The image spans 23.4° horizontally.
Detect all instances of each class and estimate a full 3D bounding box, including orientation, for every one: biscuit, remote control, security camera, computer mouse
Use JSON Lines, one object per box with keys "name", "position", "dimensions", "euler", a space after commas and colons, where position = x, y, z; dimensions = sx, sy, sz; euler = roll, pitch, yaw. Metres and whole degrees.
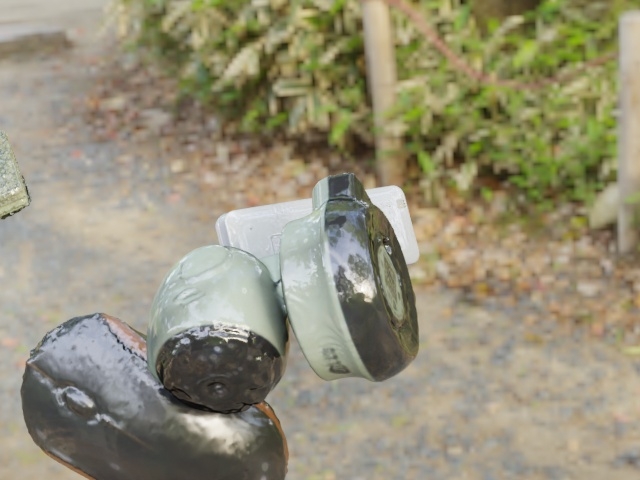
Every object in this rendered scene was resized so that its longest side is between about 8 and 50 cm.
{"name": "biscuit", "position": [-0.509, -0.056, 2.023], "dimensions": [0.250, 0.046, 0.147], "euler": [-22, 45, -3]}
{"name": "remote control", "position": [0.000, 0.000, 1.803], "dimensions": [0.250, 0.103, 0.034], "euler": [-11, -7, -31]}
{"name": "security camera", "position": [-0.053, 0.075, 1.615], "dimensions": [0.277, 0.197, 0.191], "euler": [-14, 48, 15]}
{"name": "computer mouse", "position": [-0.189, 0.208, 1.738], "dimensions": [0.323, 0.183, 0.116], "euler": [27, 11, -1]}
